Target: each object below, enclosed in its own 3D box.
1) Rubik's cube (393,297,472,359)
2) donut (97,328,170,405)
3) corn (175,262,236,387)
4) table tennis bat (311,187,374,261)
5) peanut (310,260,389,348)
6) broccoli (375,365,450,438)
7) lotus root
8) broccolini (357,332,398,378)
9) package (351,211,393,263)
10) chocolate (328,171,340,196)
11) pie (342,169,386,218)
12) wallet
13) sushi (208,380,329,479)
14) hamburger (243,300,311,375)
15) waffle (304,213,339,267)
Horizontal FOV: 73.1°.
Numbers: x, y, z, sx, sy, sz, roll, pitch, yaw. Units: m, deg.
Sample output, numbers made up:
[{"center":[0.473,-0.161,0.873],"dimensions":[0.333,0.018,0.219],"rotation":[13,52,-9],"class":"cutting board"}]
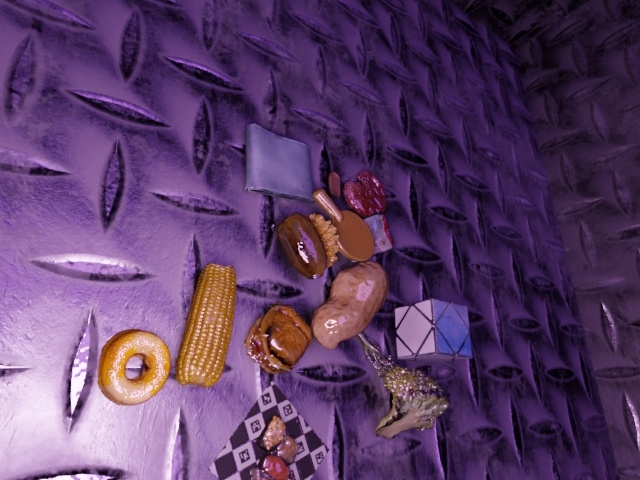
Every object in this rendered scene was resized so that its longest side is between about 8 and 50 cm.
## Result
[{"center":[0.424,0.349,1.637],"dimensions":[0.205,0.207,0.204],"rotation":[17,62,-33],"class":"Rubik's cube"},{"center":[-0.457,0.311,1.073],"dimensions":[0.174,0.075,0.190],"rotation":[31,57,-24],"class":"donut"},{"center":[-0.306,0.224,1.189],"dimensions":[0.131,0.131,0.343],"rotation":[21,60,-30],"class":"corn"},{"center":[0.085,-0.061,1.582],"dimensions":[0.320,0.050,0.198],"rotation":[49,46,-6],"class":"table tennis bat"},{"center":[0.105,0.207,1.472],"dimensions":[0.387,0.170,0.192],"rotation":[-49,119,-38],"class":"peanut"},{"center":[0.293,0.544,1.497],"dimensions":[0.242,0.273,0.180],"rotation":[43,18,-31],"class":"broccoli"},{"center":[-0.059,0.016,1.457],"dimensions":[0.123,0.124,0.240],"rotation":[-28,90,-30],"class":"lotus root"},{"center":[0.200,0.407,1.538],"dimensions":[0.091,0.068,0.202],"rotation":[-42,99,-20],"class":"broccolini"},{"center":[0.186,-0.011,1.685],"dimensions":[0.232,0.040,0.165],"rotation":[-17,93,-31],"class":"package"},{"center":[0.051,-0.216,1.693],"dimensions":[0.065,0.031,0.100],"rotation":[19,65,-51],"class":"chocolate"},{"center":[0.184,-0.184,1.768],"dimensions":[0.219,0.054,0.204],"rotation":[-20,85,-42],"class":"pie"},{"center":[-0.141,-0.271,1.555],"dimensions":[0.291,0.054,0.251],"rotation":[7,70,-37],"class":"wallet"},{"center":[-0.117,0.610,1.223],"dimensions":[0.294,0.059,0.292],"rotation":[50,50,-9],"class":"sushi"},{"center":[-0.114,0.297,1.305],"dimensions":[0.183,0.130,0.206],"rotation":[50,48,-13],"class":"hamburger"},{"center":[0.000,0.000,1.536],"dimensions":[0.046,0.161,0.191],"rotation":[-17,113,-43],"class":"waffle"}]
